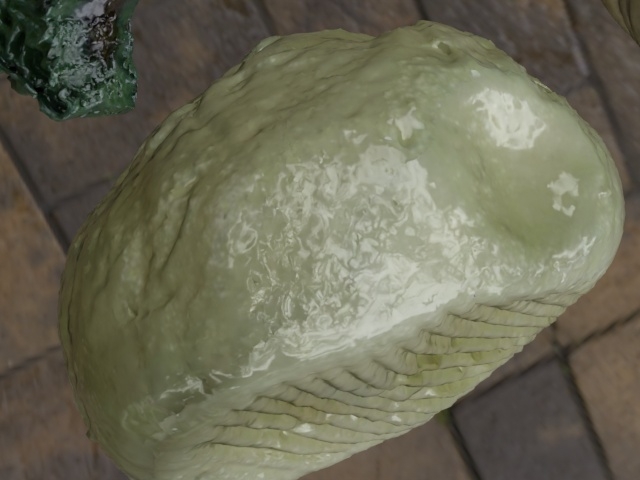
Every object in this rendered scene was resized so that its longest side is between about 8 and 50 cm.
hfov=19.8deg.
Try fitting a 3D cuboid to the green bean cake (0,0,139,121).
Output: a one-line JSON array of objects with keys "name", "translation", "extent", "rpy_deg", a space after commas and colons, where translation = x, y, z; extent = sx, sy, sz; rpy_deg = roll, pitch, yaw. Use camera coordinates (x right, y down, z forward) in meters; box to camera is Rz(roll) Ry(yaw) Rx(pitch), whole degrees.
[{"name": "green bean cake", "translation": [-0.211, -0.225, 1.487], "extent": [0.107, 0.193, 0.208], "rpy_deg": [-8, 131, -51]}]

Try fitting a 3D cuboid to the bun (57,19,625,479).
[{"name": "bun", "translation": [0.000, 0.000, 1.127], "extent": [0.352, 0.349, 0.227], "rpy_deg": [-32, 73, 15]}]

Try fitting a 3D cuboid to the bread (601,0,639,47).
[{"name": "bread", "translation": [0.143, -0.073, 0.582], "extent": [0.053, 0.214, 0.073], "rpy_deg": [12, 115, -32]}]
